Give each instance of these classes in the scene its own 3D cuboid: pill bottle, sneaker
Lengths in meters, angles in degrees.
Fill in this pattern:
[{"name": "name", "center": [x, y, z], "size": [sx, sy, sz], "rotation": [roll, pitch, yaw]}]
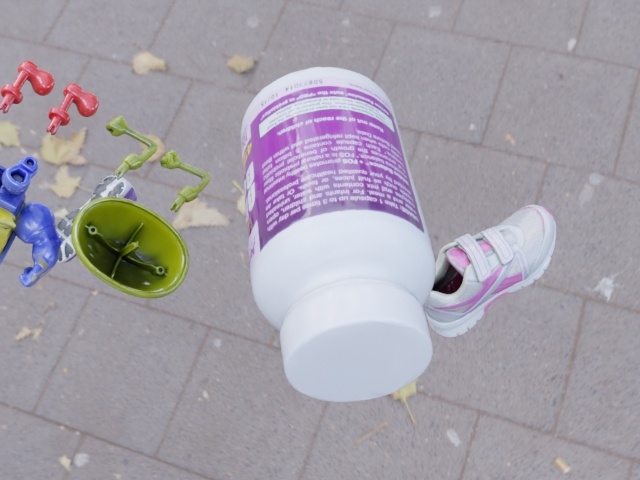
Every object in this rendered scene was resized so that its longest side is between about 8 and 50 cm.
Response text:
[{"name": "pill bottle", "center": [0.014, -0.010, 0.765], "size": [0.169, 0.169, 0.301], "rotation": [-12, 49, 4]}, {"name": "sneaker", "center": [0.246, 0.036, 1.224], "size": [0.252, 0.111, 0.103], "rotation": [-45, 46, 5]}, {"name": "sneaker", "center": [-0.357, -0.024, 1.304], "size": [0.170, 0.071, 0.068], "rotation": [-45, 57, -8]}]

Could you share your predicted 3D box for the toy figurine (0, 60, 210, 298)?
[{"name": "toy figurine", "center": [-0.332, -0.048, 0.884], "size": [0.362, 0.217, 0.191], "rotation": [29, 53, -23]}]
